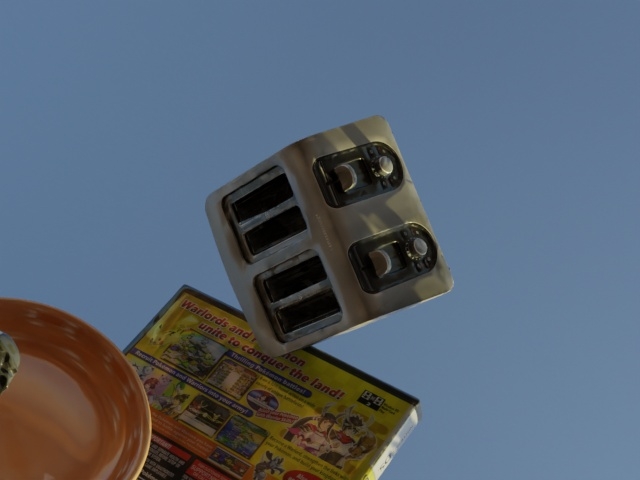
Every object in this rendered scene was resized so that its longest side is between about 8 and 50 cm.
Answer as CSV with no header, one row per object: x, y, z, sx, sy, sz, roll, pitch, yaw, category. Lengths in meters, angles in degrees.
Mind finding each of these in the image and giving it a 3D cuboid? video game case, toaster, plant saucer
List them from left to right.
-0.223,0.129,0.833,0.200,0.200,0.037,32,-49,0,plant saucer
-0.091,0.181,1.006,0.275,0.035,0.248,24,-123,28,video game case
0.000,0.000,1.009,0.110,0.186,0.168,-18,-96,-43,toaster

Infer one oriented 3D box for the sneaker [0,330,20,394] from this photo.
-0.249,0.079,0.645,0.161,0.075,0.057,-24,-64,-6,sneaker
